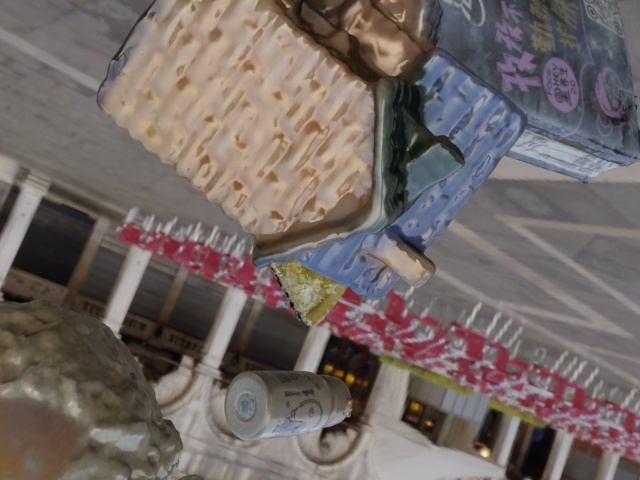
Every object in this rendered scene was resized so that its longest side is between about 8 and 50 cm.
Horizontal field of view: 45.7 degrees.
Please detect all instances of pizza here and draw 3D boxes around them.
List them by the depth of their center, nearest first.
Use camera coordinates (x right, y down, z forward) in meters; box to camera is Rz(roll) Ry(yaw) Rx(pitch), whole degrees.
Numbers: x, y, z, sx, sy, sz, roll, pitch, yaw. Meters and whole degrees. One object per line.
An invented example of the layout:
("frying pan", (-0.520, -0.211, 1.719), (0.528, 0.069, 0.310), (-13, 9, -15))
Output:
("pizza", (0.000, 0.000, 0.735), (0.099, 0.160, 0.035), (26, 169, -28))

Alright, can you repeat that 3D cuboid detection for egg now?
("egg", (-0.255, 0.189, 0.617), (0.279, 0.310, 0.279), (20, -147, -14))

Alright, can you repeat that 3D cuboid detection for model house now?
("model house", (0.013, -0.059, 0.395), (0.172, 0.166, 0.183), (44, -162, 8))

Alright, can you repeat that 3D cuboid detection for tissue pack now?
("tissue pack", (0.210, -0.230, 0.861), (0.361, 0.260, 0.122), (11, 158, -32))

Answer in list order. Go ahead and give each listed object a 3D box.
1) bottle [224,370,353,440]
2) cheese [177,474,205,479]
("bottle", (-0.044, 0.245, 1.150), (0.110, 0.097, 0.209), (11, 180, 40))
("cheese", (-0.196, 0.394, 1.022), (0.097, 0.192, 0.037), (51, -149, 15))
